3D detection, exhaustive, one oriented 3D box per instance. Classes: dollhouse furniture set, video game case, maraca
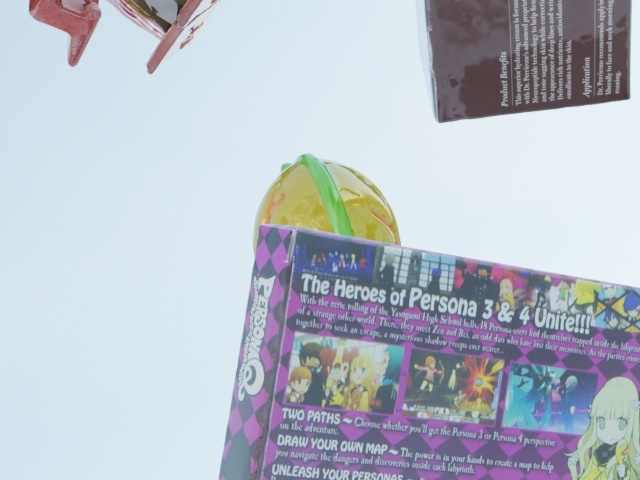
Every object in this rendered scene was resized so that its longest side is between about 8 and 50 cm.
[{"bbox_3d":[-0.250,-0.264,1.449,0.152,0.201,0.374,-49,0,34],"label":"dollhouse furniture set"},{"bbox_3d":[0.065,0.113,0.612,0.232,0.042,0.210,9,-90,-28],"label":"video game case"},{"bbox_3d":[0.000,0.000,0.976,0.099,0.186,0.127,-11,-82,-10],"label":"maraca"}]

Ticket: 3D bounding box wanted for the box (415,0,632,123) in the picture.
[{"bbox_3d":[0.202,-0.240,1.416,0.203,0.167,0.168,-6,-54,2],"label":"box"}]
